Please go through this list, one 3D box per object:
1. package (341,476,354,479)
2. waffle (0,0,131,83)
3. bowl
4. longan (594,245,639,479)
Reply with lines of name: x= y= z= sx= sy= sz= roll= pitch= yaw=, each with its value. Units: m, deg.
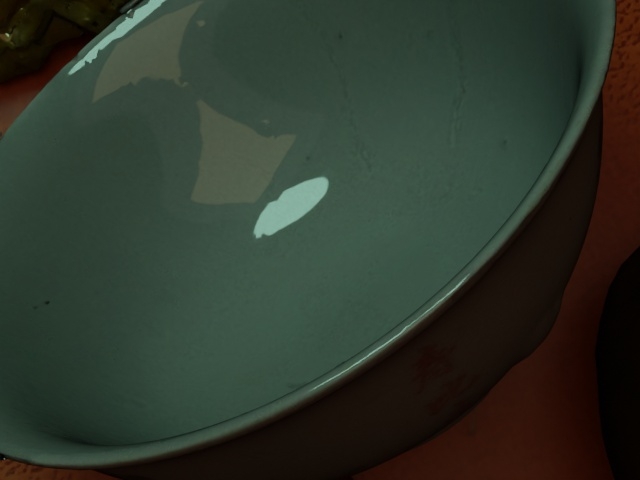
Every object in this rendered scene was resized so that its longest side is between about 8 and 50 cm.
package: x=0.054 y=0.192 z=0.699 sx=0.200 sy=0.022 sz=0.083 roll=33 pitch=81 yaw=5
waffle: x=-0.221 y=-0.176 z=0.687 sx=0.291 sy=0.291 sz=0.051 roll=-20 pitch=36 yaw=-4
bowl: x=0.000 y=0.000 z=0.644 sx=0.345 sy=0.345 sz=0.157 roll=-43 pitch=125 yaw=-8
longan: x=0.225 y=0.072 z=0.641 sx=0.198 sy=0.198 sz=0.212 roll=-27 pitch=79 yaw=-5
